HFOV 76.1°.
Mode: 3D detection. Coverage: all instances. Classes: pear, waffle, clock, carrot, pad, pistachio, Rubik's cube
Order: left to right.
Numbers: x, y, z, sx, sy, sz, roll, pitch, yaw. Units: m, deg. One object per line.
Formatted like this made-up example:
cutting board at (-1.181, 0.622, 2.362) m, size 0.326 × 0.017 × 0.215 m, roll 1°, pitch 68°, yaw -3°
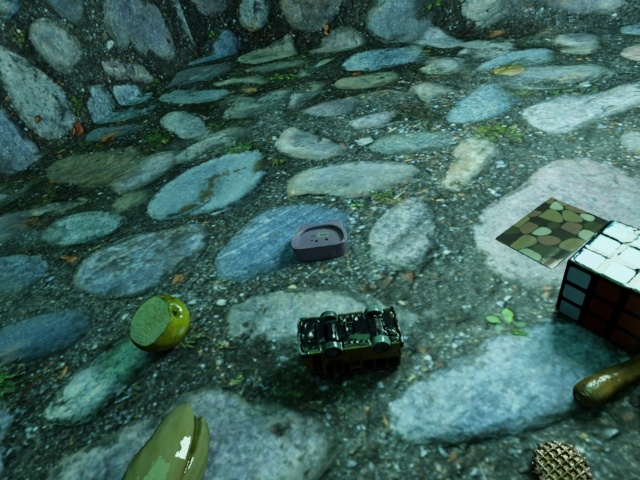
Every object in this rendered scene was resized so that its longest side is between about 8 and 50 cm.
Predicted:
pear at (-0.371, 0.204, 0.971) m, size 0.141 × 0.104 × 0.140 m, roll -15°, pitch 56°, yaw 24°
pistachio at (-0.266, 0.395, 0.708) m, size 0.136 × 0.135 × 0.225 m, roll -2°, pitch 36°, yaw 14°
clock at (0.000, 0.000, 1.134) m, size 0.153 × 0.050 × 0.109 m, roll -7°, pitch 41°, yaw 7°
pad at (0.584, -0.026, 1.032) m, size 0.235 × 0.003 × 0.158 m, roll -31°, pitch 43°, yaw -19°
waffle at (0.374, 0.353, 0.639) m, size 0.084 × 0.029 × 0.075 m, roll -3°, pitch 41°, yaw 16°
carrot at (0.526, 0.236, 0.716) m, size 0.191 × 0.047 × 0.047 m, roll -22°, pitch 41°, yaw -11°
Rubik's cube at (0.582, 0.086, 0.784) m, size 0.162 × 0.163 × 0.161 m, roll -36°, pitch 45°, yaw -18°

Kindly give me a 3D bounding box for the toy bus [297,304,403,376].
toy bus at (0.058, 0.207, 0.831) m, size 0.201 × 0.114 × 0.098 m, roll -7°, pitch 41°, yaw 0°
